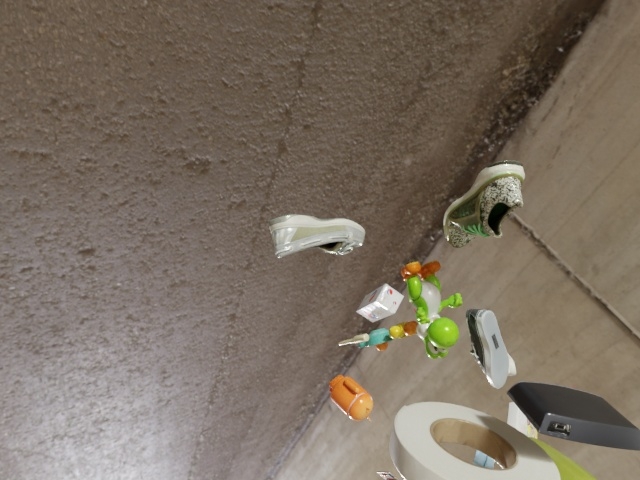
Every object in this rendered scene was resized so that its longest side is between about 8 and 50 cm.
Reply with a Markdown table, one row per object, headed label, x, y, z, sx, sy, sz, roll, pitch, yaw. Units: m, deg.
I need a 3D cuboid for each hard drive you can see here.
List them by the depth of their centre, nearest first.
| label | x | y | z | sx | sy | sz | roll | pitch | yaw |
| --- | --- | --- | --- | --- | --- | --- | --- | --- | --- |
| hard drive | 0.597 | 0.407 | 1.028 | 0.254 | 0.172 | 0.054 | 12 | 103 | -6 |

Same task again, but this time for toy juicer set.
| label | x | y | z | sx | sy | sz | roll | pitch | yaw |
| --- | --- | --- | --- | --- | --- | --- | --- | --- | --- |
| toy juicer set | 0.256 | 0.406 | 1.777 | 0.328 | 0.090 | 0.209 | -11 | 168 | -14 |

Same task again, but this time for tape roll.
| label | x | y | z | sx | sy | sz | roll | pitch | yaw |
| --- | --- | --- | --- | --- | --- | --- | --- | --- | --- |
| tape roll | 0.362 | 0.521 | 1.058 | 0.391 | 0.391 | 0.072 | 3 | 101 | -43 |

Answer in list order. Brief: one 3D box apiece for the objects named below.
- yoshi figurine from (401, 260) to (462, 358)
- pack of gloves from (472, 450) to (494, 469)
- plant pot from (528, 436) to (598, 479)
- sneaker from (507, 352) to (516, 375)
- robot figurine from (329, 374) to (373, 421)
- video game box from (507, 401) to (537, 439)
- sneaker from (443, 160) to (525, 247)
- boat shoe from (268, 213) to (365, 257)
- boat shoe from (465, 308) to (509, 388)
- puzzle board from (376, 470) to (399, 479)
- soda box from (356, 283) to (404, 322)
| label | x | y | z | sx | sy | sz | roll | pitch | yaw |
| --- | --- | --- | --- | --- | --- | --- | --- | --- | --- |
| yoshi figurine | 0.428 | 0.254 | 1.629 | 0.203 | 0.363 | 0.203 | -16 | 163 | 19 |
| pack of gloves | 0.555 | 0.770 | 1.390 | 0.232 | 0.195 | 0.046 | -31 | 156 | -47 |
| plant pot | 0.789 | 0.838 | 1.506 | 0.274 | 0.293 | 0.275 | -2 | 106 | -8 |
| sneaker | 0.780 | 0.528 | 1.981 | 0.122 | 0.106 | 0.290 | -11 | -175 | 7 |
| robot figurine | 0.131 | 0.662 | 1.821 | 0.128 | 0.219 | 0.158 | 18 | 101 | -49 |
| video game box | 0.808 | 0.793 | 1.747 | 0.048 | 0.187 | 0.205 | -25 | -163 | 39 |
| sneaker | 0.530 | -0.070 | 1.435 | 0.157 | 0.182 | 0.411 | 7 | 145 | -7 |
| boat shoe | 0.001 | -0.001 | 1.136 | 0.118 | 0.103 | 0.320 | -16 | 166 | 39 |
| boat shoe | 0.606 | 0.397 | 1.611 | 0.113 | 0.307 | 0.104 | -29 | -166 | -29 |
| puzzle board | 0.275 | 0.919 | 1.664 | 0.011 | 0.096 | 0.128 | -48 | 175 | -30 |
| soda box | 0.192 | 0.211 | 1.437 | 0.069 | 0.073 | 0.216 | -56 | 180 | -21 |
